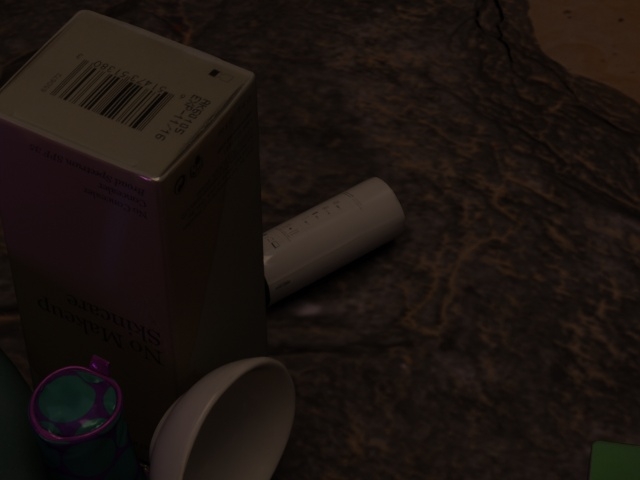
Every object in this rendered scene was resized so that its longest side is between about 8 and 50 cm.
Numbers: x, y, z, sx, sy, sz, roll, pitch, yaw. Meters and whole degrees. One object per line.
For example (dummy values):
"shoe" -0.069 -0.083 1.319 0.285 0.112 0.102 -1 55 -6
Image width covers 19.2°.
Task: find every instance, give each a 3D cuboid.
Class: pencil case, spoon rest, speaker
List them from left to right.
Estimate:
"pencil case" -0.153 0.150 1.299 0.064 0.151 0.070 25 60 25
"spoon rest" -0.102 0.196 1.267 0.084 0.137 0.276 31 72 29
"speaker" 0.000 0.000 1.507 0.136 0.055 0.055 -28 52 -24

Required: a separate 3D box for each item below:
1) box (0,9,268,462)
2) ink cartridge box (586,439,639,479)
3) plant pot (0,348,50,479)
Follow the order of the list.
"box" -0.128 0.009 1.324 0.148 0.311 0.121 21 50 21
"ink cartridge box" 0.292 0.242 1.165 0.278 0.201 0.117 7 47 7
"plant pot" -0.328 0.137 1.287 0.293 0.196 0.293 -1 46 1
